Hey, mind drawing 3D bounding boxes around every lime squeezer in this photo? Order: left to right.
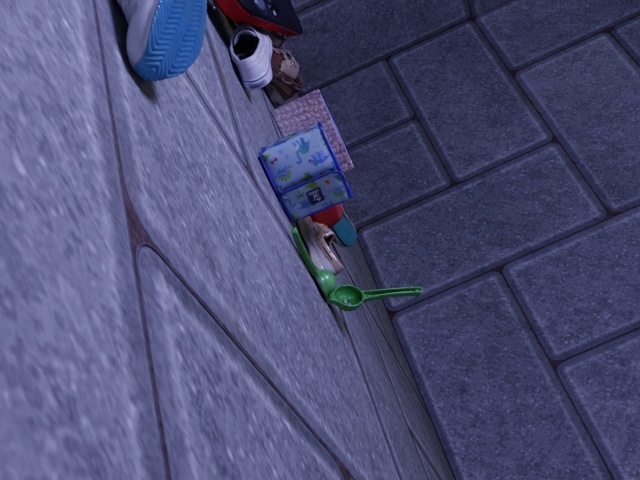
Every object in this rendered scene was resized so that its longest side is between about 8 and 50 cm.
[{"bbox_3d":[0.041,0.077,1.501,0.310,0.110,0.059,26,46,-31],"label":"lime squeezer"}]

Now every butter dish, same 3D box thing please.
[{"bbox_3d":[0.005,-0.103,1.801,0.160,0.118,0.160,-110,173,-48],"label":"butter dish"}]

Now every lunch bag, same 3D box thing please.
[{"bbox_3d":[-0.026,-0.121,1.505,0.096,0.128,0.151,-94,161,-72],"label":"lunch bag"}]

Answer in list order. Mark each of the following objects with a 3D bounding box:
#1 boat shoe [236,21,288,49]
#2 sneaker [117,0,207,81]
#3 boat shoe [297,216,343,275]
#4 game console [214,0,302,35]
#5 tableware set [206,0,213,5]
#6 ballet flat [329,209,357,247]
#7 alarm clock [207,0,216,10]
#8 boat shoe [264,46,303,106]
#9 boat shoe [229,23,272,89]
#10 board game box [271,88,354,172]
[{"bbox_3d":[-0.162,-0.612,2.257,0.132,0.130,0.355,50,1,5],"label":"boat shoe"},{"bbox_3d":[-0.175,-0.255,0.861,0.087,0.092,0.229,62,25,-54],"label":"sneaker"},{"bbox_3d":[0.000,0.000,1.600,0.063,0.059,0.170,56,11,-63],"label":"boat shoe"},{"bbox_3d":[-0.184,-0.648,1.822,0.342,0.060,0.387,-13,80,-63],"label":"game console"},{"bbox_3d":[-0.261,-0.558,1.724,0.104,0.024,0.154,62,4,-68],"label":"tableware set"},{"bbox_3d":[0.020,-0.075,2.158,0.086,0.086,0.248,-109,174,-47],"label":"ballet flat"},{"bbox_3d":[-0.234,-0.477,1.375,0.192,0.064,0.129,61,7,-63],"label":"alarm clock"},{"bbox_3d":[-0.122,-0.477,2.234,0.324,0.116,0.123,46,20,-76],"label":"boat shoe"},{"bbox_3d":[-0.155,-0.430,1.804,0.258,0.095,0.084,-110,178,-50],"label":"boat shoe"},{"bbox_3d":[-0.018,-0.292,2.315,0.291,0.141,0.232,-84,149,-80],"label":"board game box"}]
